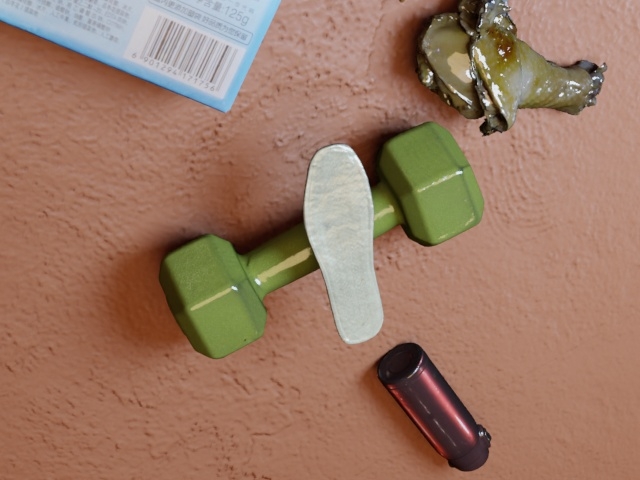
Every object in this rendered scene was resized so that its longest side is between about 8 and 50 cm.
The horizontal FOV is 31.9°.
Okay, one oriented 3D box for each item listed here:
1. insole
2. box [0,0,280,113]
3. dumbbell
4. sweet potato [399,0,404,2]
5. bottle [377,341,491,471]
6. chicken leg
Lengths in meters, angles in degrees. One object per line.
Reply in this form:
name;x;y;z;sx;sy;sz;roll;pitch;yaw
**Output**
insole;0.021;0.006;0.976;0.063;0.010;0.192;-16;115;-9
box;-0.153;-0.217;0.905;0.232;0.083;0.143;21;107;-22
dumbbell;0.000;0.000;1.034;0.301;0.121;0.108;-28;89;-2
sweet potato;0.096;-0.252;0.988;0.034;0.034;0.095;32;98;-26
bottle;0.125;0.181;1.183;0.060;0.060;0.164;-36;119;2
chicken leg;0.177;-0.153;1.035;0.196;0.080;0.125;29;91;-26
